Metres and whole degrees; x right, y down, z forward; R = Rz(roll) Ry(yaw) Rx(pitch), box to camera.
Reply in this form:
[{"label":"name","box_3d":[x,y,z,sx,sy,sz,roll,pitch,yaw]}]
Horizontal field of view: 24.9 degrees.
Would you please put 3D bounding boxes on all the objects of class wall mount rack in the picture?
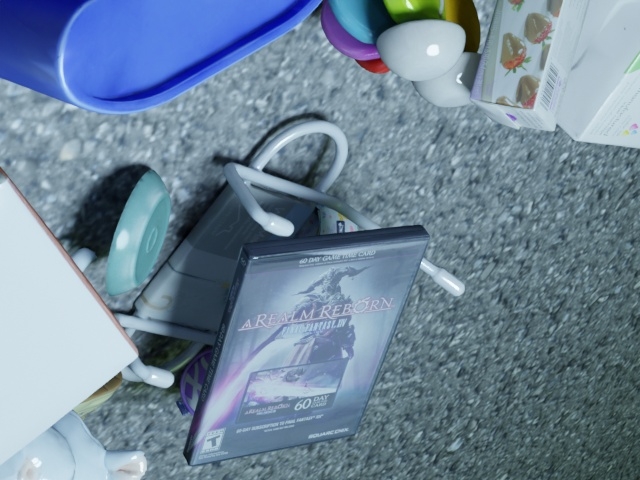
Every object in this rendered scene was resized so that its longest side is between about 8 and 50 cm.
[{"label":"wall mount rack","box_3d":[-0.037,0.059,1.460,0.304,0.130,0.350,18,118,-47]}]

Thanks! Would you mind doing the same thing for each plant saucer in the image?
[{"label":"plant saucer","box_3d":[-0.159,-0.004,1.295,0.119,0.021,0.119,19,90,-84]}]

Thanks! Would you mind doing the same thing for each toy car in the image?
[{"label":"toy car","box_3d":[0.070,-0.203,1.277,0.136,0.159,0.182,-9,165,22]}]

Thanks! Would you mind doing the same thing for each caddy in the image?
[{"label":"caddy","box_3d":[-0.129,-0.230,0.921,0.341,0.179,0.241,-35,137,-36]}]

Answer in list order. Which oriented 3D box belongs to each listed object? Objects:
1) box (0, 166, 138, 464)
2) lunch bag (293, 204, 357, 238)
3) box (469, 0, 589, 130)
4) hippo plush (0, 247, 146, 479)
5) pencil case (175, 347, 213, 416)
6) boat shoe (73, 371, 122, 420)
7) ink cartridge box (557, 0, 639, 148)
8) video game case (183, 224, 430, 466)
[{"label":"box","box_3d":[-0.286,-0.043,0.805,0.168,0.345,0.215,-37,152,-9]},{"label":"lunch bag","box_3d":[0.000,0.000,1.538,0.071,0.053,0.083,7,117,-55]},{"label":"box","box_3d":[0.209,-0.258,1.268,0.067,0.063,0.324,28,76,-62]},{"label":"hippo plush","box_3d":[-0.285,0.149,1.140,0.234,0.236,0.294,-31,167,11]},{"label":"pencil case","box_3d":[-0.073,0.173,1.648,0.086,0.088,0.206,-48,152,15]},{"label":"boat shoe","box_3d":[-0.303,0.163,1.325,0.285,0.104,0.089,-7,138,-50]},{"label":"ink cartridge box","box_3d":[0.402,-0.216,1.672,0.353,0.119,0.207,-1,131,-51]},{"label":"video game case","box_3d":[-0.017,0.105,1.411,0.196,0.026,0.274,-6,133,-30]}]
